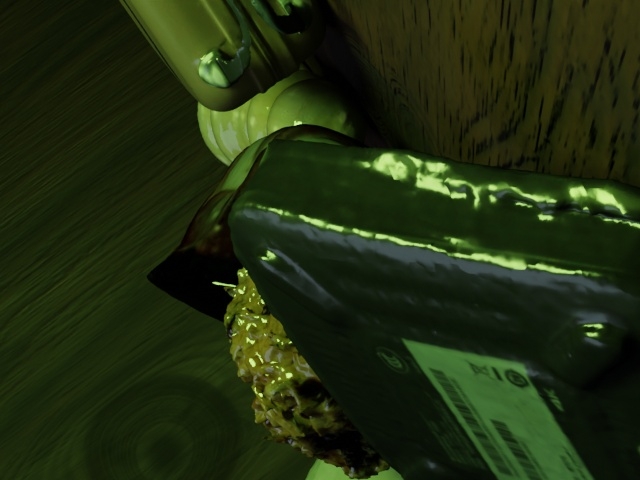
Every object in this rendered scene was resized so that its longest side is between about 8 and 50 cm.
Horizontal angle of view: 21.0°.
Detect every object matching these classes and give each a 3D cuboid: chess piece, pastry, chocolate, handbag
[{"bbox_3d":[-0.030,-0.123,1.813,0.143,0.142,0.261,55,169,-22],"label":"chess piece"},{"bbox_3d":[0.062,0.071,1.379,0.275,0.275,0.193,54,171,-8],"label":"pastry"},{"bbox_3d":[0.000,0.000,1.617,0.283,0.186,0.283,16,169,3],"label":"chocolate"},{"bbox_3d":[-0.114,-0.251,1.501,0.283,0.149,0.302,46,170,52],"label":"handbag"}]

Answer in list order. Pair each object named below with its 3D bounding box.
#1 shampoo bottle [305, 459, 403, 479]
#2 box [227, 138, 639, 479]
[{"bbox_3d":[0.152,0.277,1.578,0.317,0.322,0.322,31,-168,-42],"label":"shampoo bottle"},{"bbox_3d":[0.133,0.086,1.102,0.350,0.091,0.359,12,148,41],"label":"box"}]
